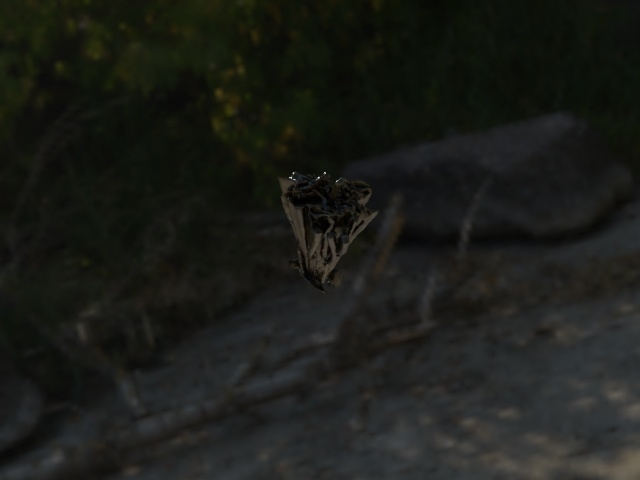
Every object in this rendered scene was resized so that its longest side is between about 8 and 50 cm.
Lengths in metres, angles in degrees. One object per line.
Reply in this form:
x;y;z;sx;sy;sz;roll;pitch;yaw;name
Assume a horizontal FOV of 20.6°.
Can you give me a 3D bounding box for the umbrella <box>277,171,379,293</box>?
0.000;-0.002;0.541;0.031;0.020;0.083;10;-16;0;umbrella
